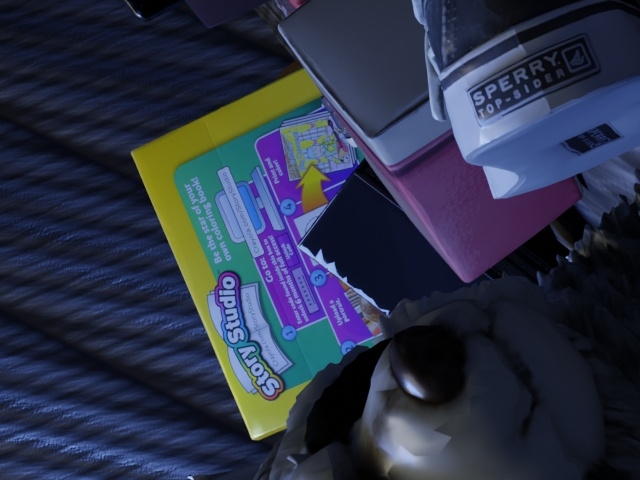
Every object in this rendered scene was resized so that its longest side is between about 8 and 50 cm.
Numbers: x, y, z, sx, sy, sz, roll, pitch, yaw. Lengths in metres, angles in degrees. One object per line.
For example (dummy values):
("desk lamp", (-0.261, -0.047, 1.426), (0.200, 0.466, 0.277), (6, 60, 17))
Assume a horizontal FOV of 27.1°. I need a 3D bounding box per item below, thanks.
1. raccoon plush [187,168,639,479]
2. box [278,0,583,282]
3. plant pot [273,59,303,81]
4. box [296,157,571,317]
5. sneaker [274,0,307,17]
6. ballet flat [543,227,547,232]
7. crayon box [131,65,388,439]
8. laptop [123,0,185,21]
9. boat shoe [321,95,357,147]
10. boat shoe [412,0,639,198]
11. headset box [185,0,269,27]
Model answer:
("raccoon plush", (0.162, 0.148, 0.478), (0.446, 0.299, 0.216), (51, -179, -26))
("box", (0.090, -0.098, 1.023), (0.148, 0.127, 0.232), (54, -178, 37))
("plant pot", (0.026, -0.157, 1.670), (0.205, 0.205, 0.188), (52, -164, -19))
("box", (0.128, 0.020, 1.245), (0.261, 0.103, 0.184), (38, -152, 0))
("sneaker", (0.033, -0.201, 1.220), (0.276, 0.097, 0.135), (54, 180, -16))
("ballet flat", (0.224, 0.018, 1.469), (0.086, 0.086, 0.248), (53, -178, 42))
("crayon box", (0.000, 0.000, 1.509), (0.363, 0.313, 0.106), (67, -164, 5))
("laptop", (-0.199, -0.391, 1.347), (0.382, 0.408, 0.236), (52, 140, 0))
("boat shoe", (0.042, -0.173, 1.336), (0.065, 0.075, 0.206), (44, -150, -20))
("boat shoe", (0.097, -0.085, 0.598), (0.105, 0.113, 0.306), (69, -161, 7))
("headset box", (-0.093, -0.284, 0.660), (0.293, 0.110, 0.218), (49, -157, -54))
